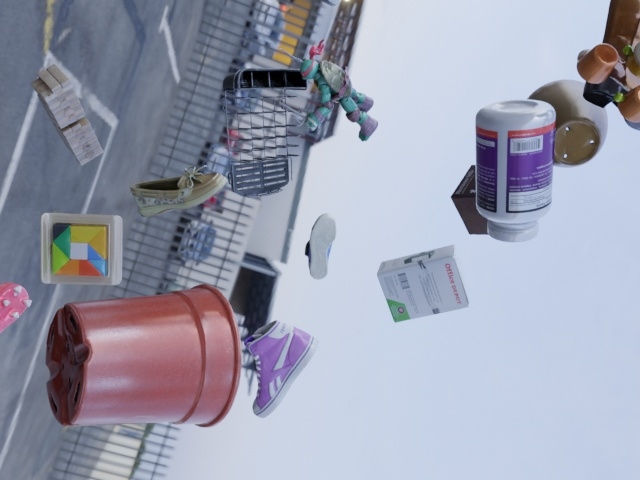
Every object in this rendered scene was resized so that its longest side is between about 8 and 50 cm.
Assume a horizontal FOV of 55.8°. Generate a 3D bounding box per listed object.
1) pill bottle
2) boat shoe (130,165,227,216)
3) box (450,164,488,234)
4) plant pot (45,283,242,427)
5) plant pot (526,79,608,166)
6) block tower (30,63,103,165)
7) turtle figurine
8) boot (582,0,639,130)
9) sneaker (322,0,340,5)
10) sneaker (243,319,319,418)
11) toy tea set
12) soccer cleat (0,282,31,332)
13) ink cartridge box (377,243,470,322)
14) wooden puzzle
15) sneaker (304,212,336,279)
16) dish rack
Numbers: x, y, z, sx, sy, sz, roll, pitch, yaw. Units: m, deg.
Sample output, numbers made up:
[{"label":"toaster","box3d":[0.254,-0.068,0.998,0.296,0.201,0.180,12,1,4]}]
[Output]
[{"label":"pill bottle","box3d":[0.469,-0.166,1.466,0.181,0.181,0.323,-93,177,-65]},{"label":"boat shoe","box3d":[-0.388,-0.139,1.637,0.105,0.285,0.089,-72,143,-58]},{"label":"box","box3d":[0.551,-0.129,1.876,0.203,0.167,0.168,1,-135,46]},{"label":"plant pot","box3d":[-0.325,0.210,1.079,0.272,0.265,0.273,-7,-99,49]},{"label":"plant pot","box3d":[0.652,-0.287,1.599,0.254,0.237,0.237,-58,172,-63]},{"label":"block tower","box3d":[-0.784,-0.382,1.881,0.091,0.097,0.335,-37,156,-20]},{"label":"turtle figurine","box3d":[0.016,-0.305,1.238,0.118,0.234,0.175,-21,-129,46]},{"label":"boot","box3d":[0.783,-0.425,1.472,0.096,0.264,0.281,122,-9,-78]},{"label":"sneaker","box3d":[-0.020,-0.887,1.847,0.147,0.145,0.385,-36,-113,34]},{"label":"sneaker","box3d":[-0.137,0.315,1.527,0.282,0.161,0.102,-58,-172,21]},{"label":"toy tea set","box3d":[0.716,-0.318,1.345,0.200,0.336,0.124,-39,171,-17]},{"label":"soccer cleat","box3d":[-0.644,0.168,1.109,0.248,0.095,0.083,-59,138,-46]},{"label":"ink cartridge box","box3d":[0.380,0.158,2.206,0.121,0.289,0.211,-56,128,-63]},{"label":"wooden puzzle","box3d":[-0.741,0.029,1.873,0.044,0.238,0.221,-149,-119,-77]},{"label":"sneaker","box3d":[-0.001,0.000,1.309,0.085,0.058,0.152,-105,-162,-62]},{"label":"dish rack","box3d":[-0.117,-0.229,1.304,0.074,0.208,0.272,11,-72,40]}]
